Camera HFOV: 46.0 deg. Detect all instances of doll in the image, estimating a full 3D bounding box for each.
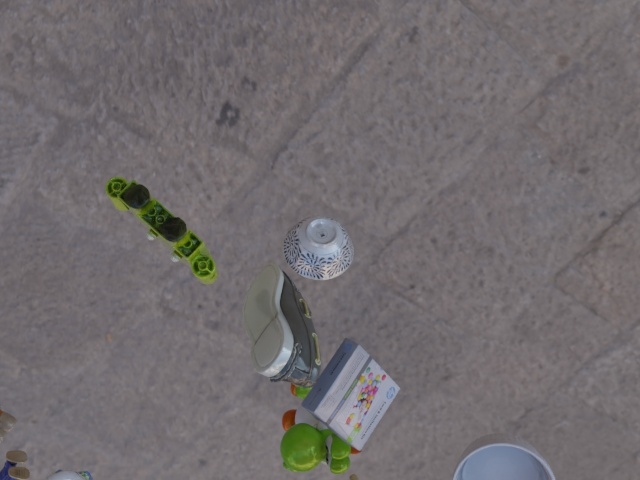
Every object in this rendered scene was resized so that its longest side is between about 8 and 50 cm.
[{"bbox_3d":[-0.615,0.493,1.447,0.046,0.129,0.189,15,121,-38],"label":"doll"}]

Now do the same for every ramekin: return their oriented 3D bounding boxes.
[{"bbox_3d":[0.374,0.496,1.550,0.207,0.109,0.207,1,96,11],"label":"ramekin"}]

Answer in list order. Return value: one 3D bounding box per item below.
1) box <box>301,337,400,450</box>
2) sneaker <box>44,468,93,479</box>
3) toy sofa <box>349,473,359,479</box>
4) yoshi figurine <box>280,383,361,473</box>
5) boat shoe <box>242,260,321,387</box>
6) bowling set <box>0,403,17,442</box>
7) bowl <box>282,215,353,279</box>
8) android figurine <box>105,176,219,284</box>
[{"bbox_3d":[0.059,0.285,1.381,0.145,0.038,0.186,-54,136,-15],"label":"box"},{"bbox_3d":[-0.396,0.403,1.184,0.091,0.126,0.240,-19,136,-20],"label":"sneaker"},{"bbox_3d":[-0.028,0.663,1.571,0.363,0.150,0.177,-26,131,-5],"label":"toy sofa"},{"bbox_3d":[-0.036,0.466,1.881,0.203,0.362,0.203,-37,106,-5],"label":"yoshi figurine"},{"bbox_3d":[-0.065,0.140,1.279,0.091,0.305,0.109,32,108,-22],"label":"boat shoe"},{"bbox_3d":[-0.867,0.483,1.841,0.154,0.287,0.200,33,136,-9],"label":"bowling set"},{"bbox_3d":[0.000,0.000,1.752,0.170,0.170,0.080,-3,149,-12],"label":"bowl"},{"bbox_3d":[-0.276,-0.017,1.349,0.248,0.273,0.056,41,78,4],"label":"android figurine"}]
